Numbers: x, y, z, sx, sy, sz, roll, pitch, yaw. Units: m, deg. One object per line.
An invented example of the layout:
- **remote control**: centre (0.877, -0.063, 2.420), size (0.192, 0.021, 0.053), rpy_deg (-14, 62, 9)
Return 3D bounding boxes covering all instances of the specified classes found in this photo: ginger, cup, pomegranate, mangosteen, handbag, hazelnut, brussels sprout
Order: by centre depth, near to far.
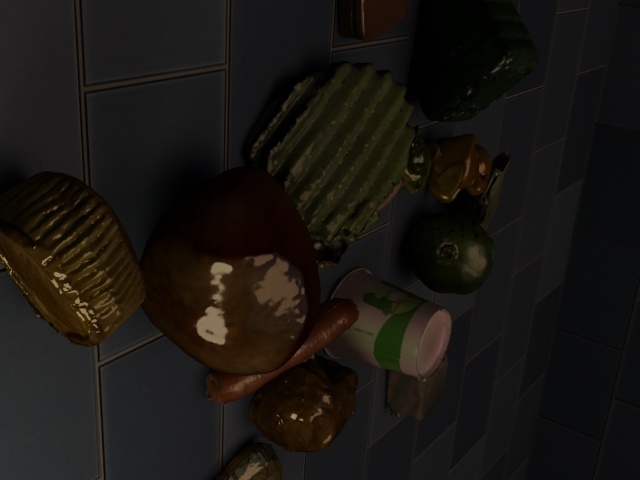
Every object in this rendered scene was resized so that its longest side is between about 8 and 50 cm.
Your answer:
- **hazelnut**: centre (-0.152, 0.053, 1.447), size (0.366, 0.366, 0.366), rpy_deg (-32, 131, -46)
- **handbag**: centre (0.118, -0.536, 1.777), size (0.193, 0.072, 0.151), rpy_deg (-37, 134, -40)
- **mangosteen**: centre (0.000, 0.000, 1.807), size (0.137, 0.137, 0.151), rpy_deg (-34, 140, -44)
- **ginger**: centre (-0.029, 0.391, 1.908), size (0.269, 0.200, 0.223), rpy_deg (21, 87, -58)
- **cup**: centre (0.176, 0.226, 2.063), size (0.253, 0.274, 0.253), rpy_deg (-31, 130, -46)
- **brussels sprout**: centre (0.244, -0.210, 2.119), size (0.181, 0.100, 0.139), rpy_deg (66, 33, -25)
- **pomegranate**: centre (0.377, 0.039, 2.314), size (0.270, 0.254, 0.254), rpy_deg (43, 69, -74)
- **handbag**: centre (0.510, -0.136, 2.426), size (0.315, 0.109, 0.241), rpy_deg (102, 12, -78)

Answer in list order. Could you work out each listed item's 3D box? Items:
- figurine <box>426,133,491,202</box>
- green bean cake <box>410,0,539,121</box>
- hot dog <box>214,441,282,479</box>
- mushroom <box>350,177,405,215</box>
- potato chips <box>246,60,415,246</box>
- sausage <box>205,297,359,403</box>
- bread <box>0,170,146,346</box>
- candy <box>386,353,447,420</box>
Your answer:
- **figurine**: centre (0.383, -0.210, 2.245), size (0.215, 0.215, 0.228), rpy_deg (-66, 161, -9)
- **green bean cake**: centre (0.361, -0.487, 2.013), size (0.169, 0.300, 0.308), rpy_deg (-9, 72, -41)
- **hot dog**: centre (-0.199, 0.587, 1.869), size (0.270, 0.082, 0.162), rpy_deg (-38, 127, -31)
- **mushroom**: centre (0.082, -0.114, 1.852), size (0.173, 0.162, 0.236), rpy_deg (-61, 145, -19)
- **potato chips**: centre (0.044, -0.199, 1.703), size (0.358, 0.070, 0.429), rpy_deg (45, 68, -28)
- **sausage**: centre (-0.077, 0.242, 1.809), size (0.419, 0.094, 0.094), rpy_deg (-29, 118, -35)
- **bread**: centre (-0.371, 0.028, 1.181), size (0.142, 0.227, 0.253), rpy_deg (-51, 136, -33)
- **candy**: centre (0.298, 0.441, 2.490), size (0.185, 0.137, 0.195), rpy_deg (-32, 133, -45)
